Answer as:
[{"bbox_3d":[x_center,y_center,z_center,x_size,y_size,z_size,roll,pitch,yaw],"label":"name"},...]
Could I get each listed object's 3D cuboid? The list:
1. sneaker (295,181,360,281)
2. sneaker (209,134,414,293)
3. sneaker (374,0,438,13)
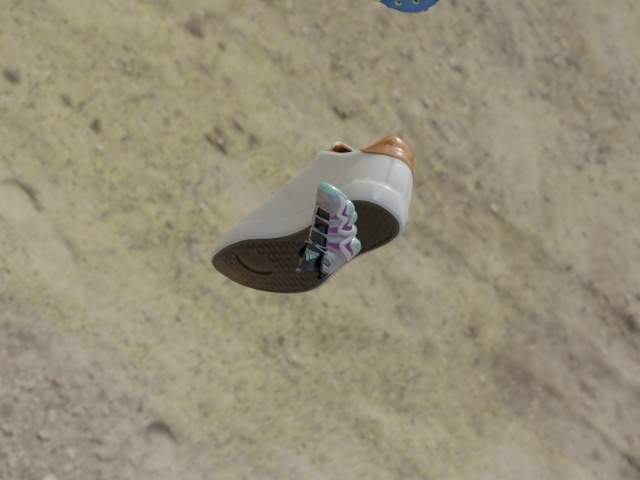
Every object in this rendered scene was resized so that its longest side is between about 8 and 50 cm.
[{"bbox_3d":[0.000,0.000,1.098,0.069,0.038,0.098,-45,142,-22],"label":"sneaker"},{"bbox_3d":[-0.002,-0.028,1.347,0.106,0.290,0.123,39,52,-27],"label":"sneaker"},{"bbox_3d":[0.031,-0.228,1.025,0.091,0.240,0.126,-95,167,-59],"label":"sneaker"}]
